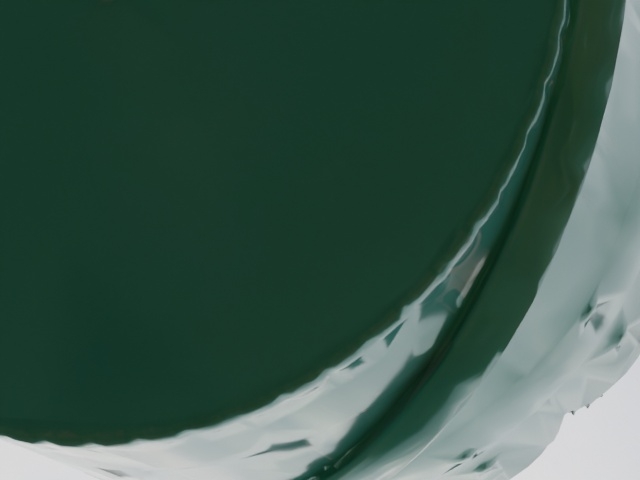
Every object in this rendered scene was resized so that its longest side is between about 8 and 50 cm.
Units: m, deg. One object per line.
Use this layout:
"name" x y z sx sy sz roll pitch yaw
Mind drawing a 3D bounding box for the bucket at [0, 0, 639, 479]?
"bucket" -0.025 -0.049 0.506 0.281 0.183 0.281 -3 -101 18
